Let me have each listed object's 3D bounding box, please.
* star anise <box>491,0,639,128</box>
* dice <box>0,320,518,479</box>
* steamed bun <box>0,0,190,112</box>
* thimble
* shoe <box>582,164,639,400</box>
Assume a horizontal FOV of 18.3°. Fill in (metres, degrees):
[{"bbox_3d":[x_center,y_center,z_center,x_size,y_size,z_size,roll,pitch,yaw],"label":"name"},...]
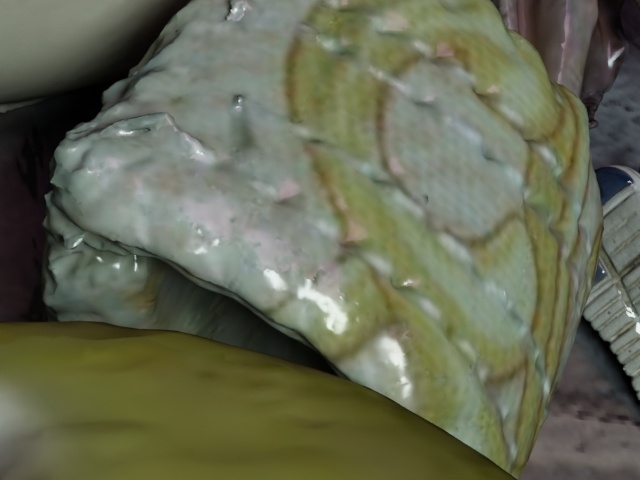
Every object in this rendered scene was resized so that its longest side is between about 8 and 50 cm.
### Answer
[{"bbox_3d":[0.104,-0.118,0.785,0.198,0.111,0.258,-10,43,-4],"label":"star anise"},{"bbox_3d":[-0.063,0.165,0.372,0.226,0.238,0.233,-7,25,-32],"label":"dice"},{"bbox_3d":[-0.134,-0.236,0.667,0.374,0.241,0.374,16,52,-21],"label":"steamed bun"},{"bbox_3d":[0.000,0.000,0.618,0.190,0.137,0.143,50,50,-27],"label":"thimble"},{"bbox_3d":[0.147,0.031,0.739,0.143,0.064,0.071,52,39,12],"label":"shoe"}]
